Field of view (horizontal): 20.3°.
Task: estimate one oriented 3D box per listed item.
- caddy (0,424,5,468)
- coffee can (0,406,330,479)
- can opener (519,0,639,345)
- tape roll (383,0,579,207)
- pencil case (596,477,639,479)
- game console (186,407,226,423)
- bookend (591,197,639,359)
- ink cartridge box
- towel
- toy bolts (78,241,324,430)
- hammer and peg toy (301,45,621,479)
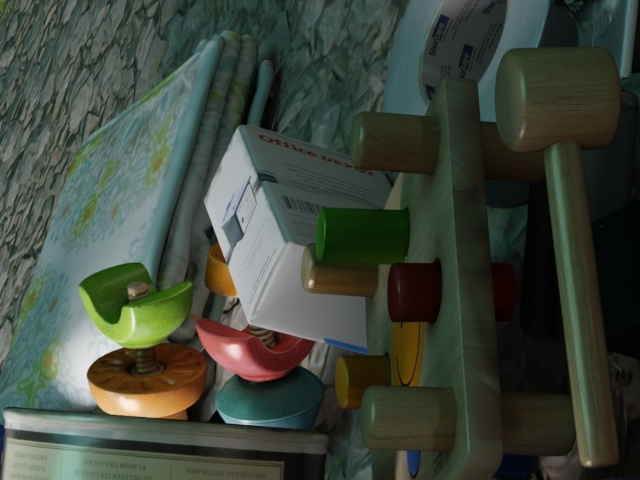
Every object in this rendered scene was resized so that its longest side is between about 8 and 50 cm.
[{"bbox_3d":[-0.332,0.332,1.714,0.241,0.179,0.341,-99,19,-69],"label":"caddy"},{"bbox_3d":[-0.103,0.245,1.072,0.201,0.201,0.275,-6,78,63],"label":"coffee can"},{"bbox_3d":[0.191,-0.072,1.148,0.076,0.095,0.283,-171,85,-65],"label":"can opener"},{"bbox_3d":[0.132,-0.137,1.298,0.219,0.072,0.219,-45,36,46],"label":"tape roll"},{"bbox_3d":[0.105,0.248,1.031,0.306,0.119,0.133,-46,20,46],"label":"pencil case"},{"bbox_3d":[-0.135,0.199,1.660,0.213,0.044,0.361,-56,30,28],"label":"game console"},{"bbox_3d":[0.214,0.051,0.999,0.156,0.072,0.157,-33,46,55],"label":"bookend"},{"bbox_3d":[0.000,0.000,1.395,0.082,0.140,0.190,-64,25,21],"label":"ink cartridge box"},{"bbox_3d":[-0.183,-0.002,1.781,0.320,0.090,0.374,-32,36,49],"label":"towel"},{"bbox_3d":[-0.063,0.106,1.492,0.228,0.218,0.158,21,124,51],"label":"toy bolts"},{"bbox_3d":[0.074,0.046,1.089,0.361,0.127,0.266,112,159,-62],"label":"hammer and peg toy"}]
